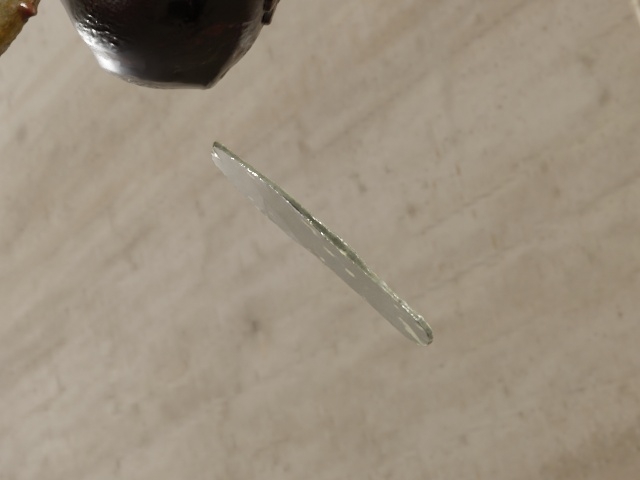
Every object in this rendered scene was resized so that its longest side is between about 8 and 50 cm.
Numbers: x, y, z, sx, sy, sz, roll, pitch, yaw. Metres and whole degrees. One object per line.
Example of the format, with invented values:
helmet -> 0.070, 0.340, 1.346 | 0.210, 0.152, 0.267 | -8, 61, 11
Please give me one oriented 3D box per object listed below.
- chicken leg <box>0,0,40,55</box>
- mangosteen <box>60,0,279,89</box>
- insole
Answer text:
chicken leg -> -0.280, -0.175, 0.827 | 0.323, 0.177, 0.083 | 15, 0, 9
mangosteen -> -0.168, -0.288, 1.261 | 0.288, 0.287, 0.233 | 2, -27, -39
insole -> 0.000, 0.000, 1.077 | 0.011, 0.248, 0.081 | -45, -10, -16
